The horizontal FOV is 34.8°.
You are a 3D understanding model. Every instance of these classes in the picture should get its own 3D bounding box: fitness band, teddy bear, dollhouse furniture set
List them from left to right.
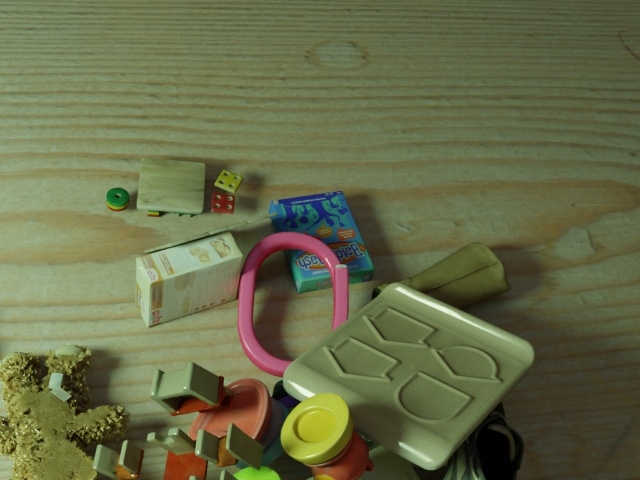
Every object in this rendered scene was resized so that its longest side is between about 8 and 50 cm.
[{"bbox_3d":[-0.455,0.310,1.718,0.245,0.113,0.338,-17,49,-30],"label":"teddy bear"},{"bbox_3d":[-0.208,0.335,1.598,0.262,0.135,0.259,-15,51,27],"label":"dollhouse furniture set"},{"bbox_3d":[-0.051,0.119,1.936,0.209,0.054,0.290,5,65,-6],"label":"fitness band"}]

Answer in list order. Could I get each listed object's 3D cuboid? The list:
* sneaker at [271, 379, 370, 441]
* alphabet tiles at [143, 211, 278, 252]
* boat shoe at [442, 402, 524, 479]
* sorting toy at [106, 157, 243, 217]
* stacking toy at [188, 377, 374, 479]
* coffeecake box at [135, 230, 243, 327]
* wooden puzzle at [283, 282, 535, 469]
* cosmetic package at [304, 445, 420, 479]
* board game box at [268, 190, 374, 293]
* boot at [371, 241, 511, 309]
[{"bbox_3d":[0.049,0.282,1.832,0.293,0.102,0.146,-2,52,-13],"label":"sneaker"},{"bbox_3d":[-0.208,-0.016,1.975,0.237,0.198,0.009,-17,92,-23],"label":"alphabet tiles"},{"bbox_3d":[0.292,0.364,1.747,0.132,0.130,0.355,37,30,-12],"label":"boat shoe"},{"bbox_3d":[-0.298,-0.102,2.101,0.275,0.046,0.132,4,51,-8],"label":"sorting toy"},{"bbox_3d":[-0.087,0.375,1.639,0.309,0.130,0.279,8,54,45],"label":"stacking toy"},{"bbox_3d":[-0.248,0.073,1.910,0.185,0.142,0.068,-17,57,-24],"label":"coffeecake box"},{"bbox_3d":[0.157,0.236,1.774,0.322,0.080,0.348,24,40,28],"label":"wooden puzzle"},{"bbox_3d":[0.023,0.470,1.672,0.309,0.113,0.160,-19,58,-26],"label":"cosmetic package"},{"bbox_3d":[0.000,0.000,2.081,0.160,0.047,0.210,-10,56,-19],"label":"board game box"},{"bbox_3d":[0.270,0.126,2.012,0.269,0.089,0.236,-20,59,-27],"label":"boot"}]
